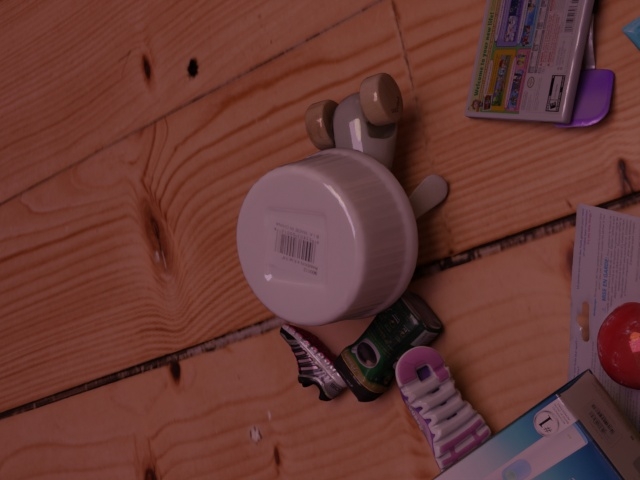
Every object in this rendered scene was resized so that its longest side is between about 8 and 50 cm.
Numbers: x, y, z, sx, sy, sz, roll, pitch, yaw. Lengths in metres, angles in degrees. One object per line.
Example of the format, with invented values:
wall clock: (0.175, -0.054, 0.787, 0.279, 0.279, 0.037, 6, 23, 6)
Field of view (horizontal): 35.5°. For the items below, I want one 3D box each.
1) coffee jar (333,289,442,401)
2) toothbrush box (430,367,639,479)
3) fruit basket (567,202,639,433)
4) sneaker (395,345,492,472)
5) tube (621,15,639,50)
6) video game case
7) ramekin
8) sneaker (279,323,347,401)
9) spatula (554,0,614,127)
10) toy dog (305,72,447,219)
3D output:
coffee jar: (0.105, 0.172, 1.611, 0.184, 0.079, 0.096, -50, 59, 20)
toothbrush box: (0.288, 0.343, 1.303, 0.295, 0.126, 0.216, -44, 74, 33)
fruit basket: (0.470, 0.138, 1.286, 0.353, 0.165, 0.327, 23, 119, 55)
sneaker: (0.187, 0.273, 1.537, 0.095, 0.104, 0.236, -27, 86, -11)
tube: (0.499, -0.246, 1.390, 0.080, 0.052, 0.207, -35, 59, 23)
video game case: (0.317, -0.287, 1.524, 0.193, 0.023, 0.212, 12, 92, 49)
ramekin: (0.000, 0.000, 1.546, 0.277, 0.135, 0.277, 8, 103, 35)
sneaker: (-0.020, 0.211, 1.711, 0.170, 0.063, 0.075, 41, 102, 28)
spatula: (0.399, -0.312, 1.482, 0.084, 0.030, 0.297, 3, 85, 36)
toy dog: (0.097, -0.109, 1.639, 0.220, 0.161, 0.334, 11, 106, 35)
